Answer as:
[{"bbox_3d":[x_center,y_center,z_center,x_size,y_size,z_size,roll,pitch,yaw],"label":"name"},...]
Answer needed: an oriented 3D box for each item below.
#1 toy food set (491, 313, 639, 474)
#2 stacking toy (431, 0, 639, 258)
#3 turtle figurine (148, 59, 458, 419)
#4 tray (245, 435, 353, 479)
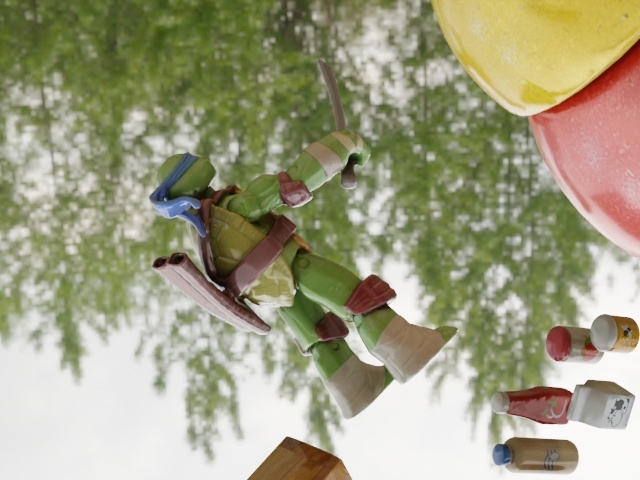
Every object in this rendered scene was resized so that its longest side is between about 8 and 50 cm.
[{"bbox_3d":[0.250,0.180,1.214,0.104,0.232,0.111,7,-165,-25],"label":"toy food set"},{"bbox_3d":[0.174,-0.140,0.572,0.480,0.351,0.350,31,-171,-15],"label":"stacking toy"},{"bbox_3d":[0.000,0.000,0.989,0.198,0.266,0.274,-42,179,16],"label":"turtle figurine"},{"bbox_3d":[0.009,0.386,0.976,0.076,0.411,0.203,14,-131,45],"label":"tray"}]
